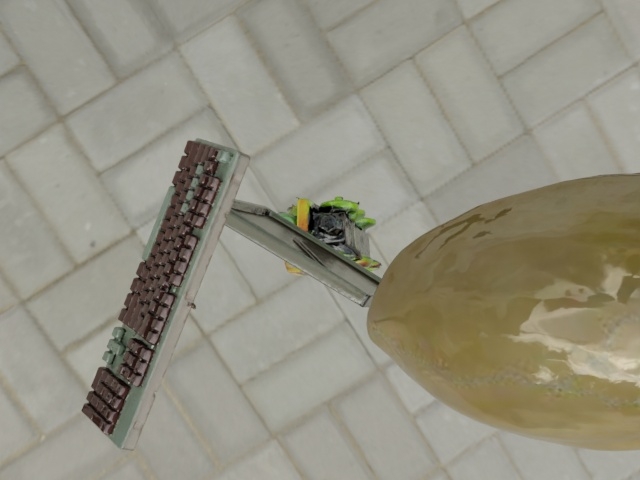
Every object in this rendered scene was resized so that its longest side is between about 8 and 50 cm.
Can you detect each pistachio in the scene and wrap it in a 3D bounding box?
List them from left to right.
[{"bbox_3d":[0.177,0.047,0.702,0.293,0.162,0.181,-6,87,37],"label":"pistachio"}]

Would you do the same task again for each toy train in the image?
[{"bbox_3d":[0.000,0.000,1.576,0.160,0.296,0.100,-2,82,10],"label":"toy train"}]

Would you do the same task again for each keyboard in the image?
[{"bbox_3d":[-0.084,0.026,0.561,0.017,0.055,0.166,21,90,-39],"label":"keyboard"}]

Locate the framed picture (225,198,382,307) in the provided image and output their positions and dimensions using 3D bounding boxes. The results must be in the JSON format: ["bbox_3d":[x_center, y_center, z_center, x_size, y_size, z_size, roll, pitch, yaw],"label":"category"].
[{"bbox_3d":[-0.013,0.010,1.105,0.192,0.265,0.018,31,94,10],"label":"framed picture"}]
